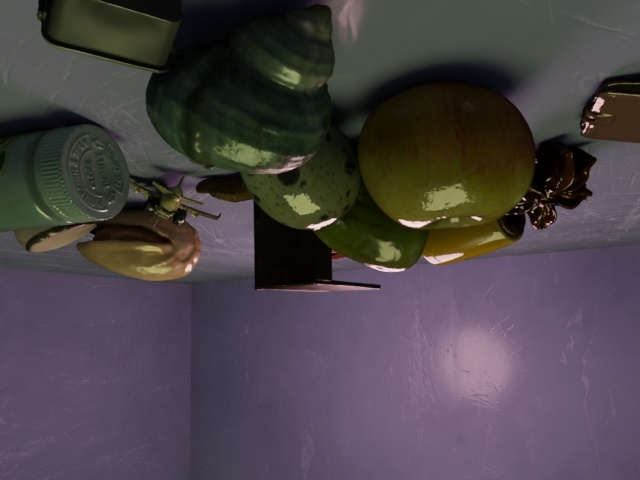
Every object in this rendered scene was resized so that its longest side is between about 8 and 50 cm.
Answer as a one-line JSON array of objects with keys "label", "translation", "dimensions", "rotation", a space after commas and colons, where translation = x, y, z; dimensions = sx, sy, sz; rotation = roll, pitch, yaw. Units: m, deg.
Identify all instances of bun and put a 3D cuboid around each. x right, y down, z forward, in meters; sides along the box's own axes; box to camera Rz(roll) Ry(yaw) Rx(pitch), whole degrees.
[{"label": "bun", "translation": [-0.630, -0.053, 1.150], "dimensions": [0.173, 0.119, 0.173], "rotation": [-28, 178, -1]}]

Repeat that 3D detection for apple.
[{"label": "apple", "translation": [0.186, -0.119, 0.732], "dimensions": [0.261, 0.193, 0.261], "rotation": [-3, 171, -1]}]

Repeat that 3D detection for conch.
[{"label": "conch", "translation": [-0.085, -0.158, 0.560], "dimensions": [0.277, 0.195, 0.220], "rotation": [-39, -177, 37]}]

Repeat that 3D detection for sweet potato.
[{"label": "sweet potato", "translation": [-0.163, -0.120, 1.050], "dimensions": [0.233, 0.062, 0.081], "rotation": [-5, 152, 34]}]

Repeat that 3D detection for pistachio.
[{"label": "pistachio", "translation": [-0.487, 0.009, 1.332], "dimensions": [0.318, 0.193, 0.214], "rotation": [9, 158, -3]}]

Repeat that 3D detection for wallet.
[{"label": "wallet", "translation": [0.468, -0.195, 0.750], "dimensions": [0.118, 0.038, 0.153], "rotation": [11, 171, 17]}]

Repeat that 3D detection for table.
[{"label": "table", "translation": [0.000, 0.000, 1.220], "dimensions": [0.196, 0.250, 0.282], "rotation": [-11, 166, 38]}]

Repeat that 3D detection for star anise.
[{"label": "star anise", "translation": [0.446, -0.114, 1.000], "dimensions": [0.190, 0.125, 0.220], "rotation": [-29, 145, -2]}]

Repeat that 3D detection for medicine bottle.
[{"label": "medicine bottle", "translation": [-0.502, -0.096, 0.822], "dimensions": [0.318, 0.158, 0.158], "rotation": [-5, 170, 16]}]

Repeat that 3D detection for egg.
[{"label": "egg", "translation": [-0.037, -0.115, 0.771], "dimensions": [0.177, 0.177, 0.228], "rotation": [-11, 146, 42]}]

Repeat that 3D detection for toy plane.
[{"label": "toy plane", "translation": [-0.346, -0.085, 1.109], "dimensions": [0.229, 0.092, 0.244], "rotation": [24, 160, -24]}]

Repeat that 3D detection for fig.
[{"label": "fig", "translation": [0.066, -0.078, 0.922], "dimensions": [0.314, 0.233, 0.233], "rotation": [30, 156, -24]}]

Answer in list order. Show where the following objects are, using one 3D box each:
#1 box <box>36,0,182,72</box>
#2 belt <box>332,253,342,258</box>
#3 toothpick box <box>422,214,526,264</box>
[{"label": "box", "translation": [-0.184, -0.214, 0.442], "dimensions": [0.122, 0.084, 0.069], "rotation": [3, 159, -32]}, {"label": "belt", "translation": [-0.023, 0.007, 1.644], "dimensions": [0.227, 0.115, 0.324], "rotation": [9, 166, -44]}, {"label": "toothpick box", "translation": [0.399, -0.039, 1.313], "dimensions": [0.175, 0.174, 0.271], "rotation": [5, 164, -37]}]
